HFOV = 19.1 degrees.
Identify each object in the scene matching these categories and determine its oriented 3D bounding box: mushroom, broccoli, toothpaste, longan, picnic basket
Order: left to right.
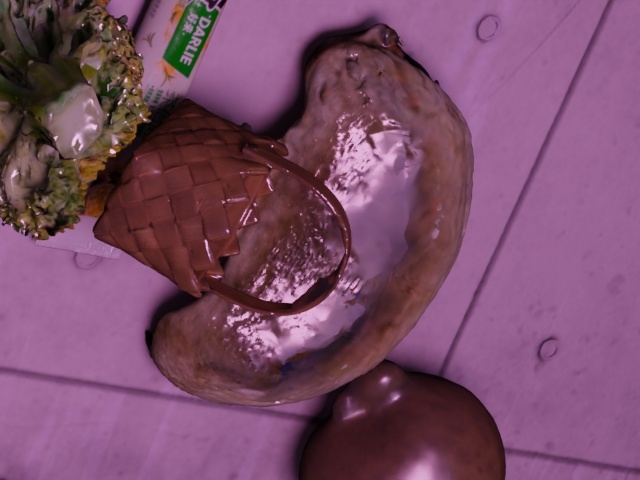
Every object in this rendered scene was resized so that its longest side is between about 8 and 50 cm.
[{"bbox_3d":[-0.202,-0.100,1.340,0.194,0.194,0.220,-11,111,-24],"label":"broccoli"},{"bbox_3d":[-0.129,-0.125,1.463,0.058,0.056,0.314,27,108,3],"label":"toothpaste"},{"bbox_3d":[-0.063,-0.014,1.419,0.178,0.138,0.128,33,122,1],"label":"picnic basket"},{"bbox_3d":[0.000,0.002,1.551,0.247,0.130,0.344,35,95,-40],"label":"mushroom"},{"bbox_3d":[0.070,0.193,1.675,0.184,0.159,0.204,-19,117,-9],"label":"longan"}]
